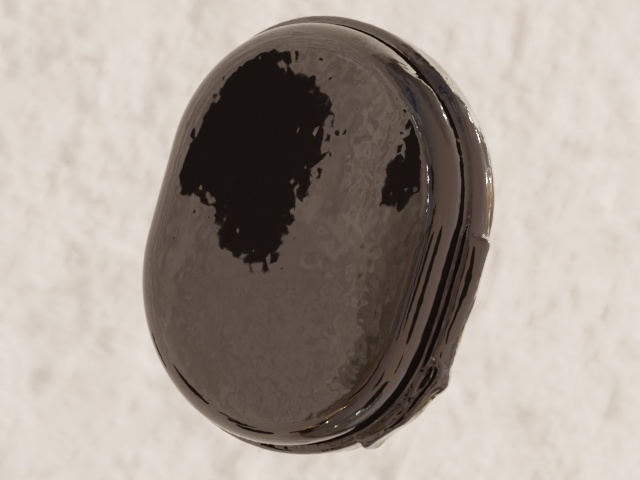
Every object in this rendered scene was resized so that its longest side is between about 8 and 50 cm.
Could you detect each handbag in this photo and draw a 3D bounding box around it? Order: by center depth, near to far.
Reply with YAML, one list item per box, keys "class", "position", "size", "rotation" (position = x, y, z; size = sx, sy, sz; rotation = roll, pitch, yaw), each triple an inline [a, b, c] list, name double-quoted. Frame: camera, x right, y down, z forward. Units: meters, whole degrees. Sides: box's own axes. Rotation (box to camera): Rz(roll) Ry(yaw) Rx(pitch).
- class: "handbag"
  position: [0.001, 0.000, 1.360]
  size: [0.093, 0.254, 0.308]
  rotation: [0, 109, -60]
